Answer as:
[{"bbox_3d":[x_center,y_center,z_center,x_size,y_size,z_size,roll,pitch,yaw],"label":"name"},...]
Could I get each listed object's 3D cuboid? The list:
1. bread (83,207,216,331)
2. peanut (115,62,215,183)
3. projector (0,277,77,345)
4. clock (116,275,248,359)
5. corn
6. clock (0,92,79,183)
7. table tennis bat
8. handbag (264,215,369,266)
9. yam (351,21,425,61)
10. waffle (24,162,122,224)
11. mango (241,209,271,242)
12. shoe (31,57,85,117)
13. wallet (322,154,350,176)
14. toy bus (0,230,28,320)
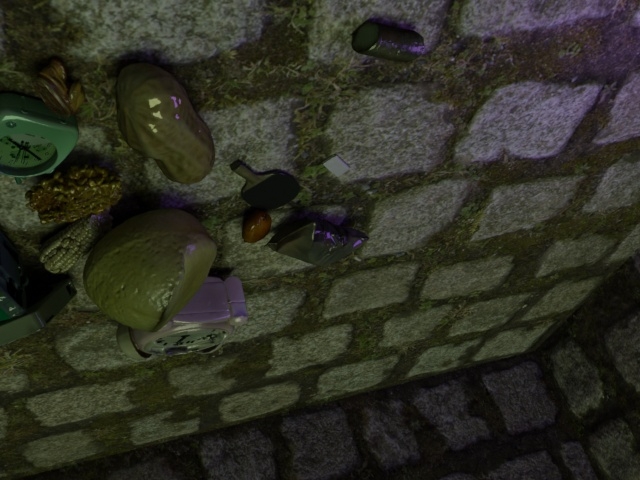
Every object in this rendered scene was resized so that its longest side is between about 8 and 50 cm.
[{"bbox_3d":[-0.408,0.065,1.672,0.320,0.237,0.320,-48,180,0],"label":"bread"},{"bbox_3d":[-0.300,-0.216,1.361,0.152,0.152,0.313,-22,153,4],"label":"peanut"},{"bbox_3d":[-0.763,0.188,1.715,0.259,0.079,0.257,-23,-166,5],"label":"projector"},{"bbox_3d":[-0.407,0.237,2.047,0.342,0.184,0.326,5,147,-28],"label":"clock"},{"bbox_3d":[-0.572,0.003,1.634,0.211,0.087,0.087,-31,149,22],"label":"corn"},{"bbox_3d":[-0.577,-0.183,1.333,0.159,0.066,0.211,14,137,-45],"label":"clock"},{"bbox_3d":[-0.144,-0.136,1.724,0.138,0.022,0.246,-29,151,17],"label":"table tennis bat"},{"bbox_3d":[0.000,0.000,1.946,0.182,0.117,0.270,-26,154,39],"label":"handbag"},{"bbox_3d":[0.137,-0.399,1.404,0.146,0.069,0.069,0,145,-33],"label":"yam"},{"bbox_3d":[-0.518,-0.094,1.473,0.197,0.070,0.193,-20,169,-12],"label":"waffle"},{"bbox_3d":[-0.172,-0.036,1.834,0.077,0.063,0.127,-9,155,-27],"label":"mango"},{"bbox_3d":[-0.463,-0.272,1.249,0.072,0.069,0.109,6,155,36],"label":"shoe"},{"bbox_3d":[0.041,-0.188,1.756,0.044,0.011,0.083,-29,150,17],"label":"wallet"},{"bbox_3d":[-0.778,0.042,1.479,0.199,0.183,0.343,-14,150,-7],"label":"toy bus"}]
